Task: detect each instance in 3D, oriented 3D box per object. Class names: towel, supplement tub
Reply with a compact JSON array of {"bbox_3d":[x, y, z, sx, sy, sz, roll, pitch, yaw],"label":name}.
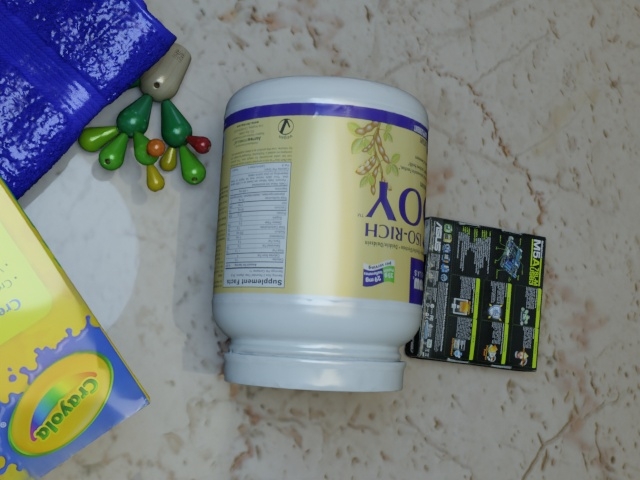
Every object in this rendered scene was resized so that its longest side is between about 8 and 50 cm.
[{"bbox_3d":[-0.337,-0.192,0.930,0.227,0.076,0.308,42,85,7],"label":"towel"},{"bbox_3d":[0.000,0.000,1.002,0.241,0.241,0.331,5,83,-20],"label":"supplement tub"}]

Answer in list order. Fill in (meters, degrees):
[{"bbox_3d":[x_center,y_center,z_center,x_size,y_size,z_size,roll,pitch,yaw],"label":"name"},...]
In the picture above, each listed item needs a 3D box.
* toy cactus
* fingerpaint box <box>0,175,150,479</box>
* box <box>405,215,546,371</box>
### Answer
[{"bbox_3d":[-0.211,-0.164,1.024,0.219,0.112,0.180,30,65,-6],"label":"toy cactus"},{"bbox_3d":[-0.447,0.117,0.781,0.445,0.163,0.371,-35,102,-17],"label":"fingerpaint box"},{"bbox_3d":[0.213,0.074,1.178,0.184,0.045,0.190,9,81,-22],"label":"box"}]
